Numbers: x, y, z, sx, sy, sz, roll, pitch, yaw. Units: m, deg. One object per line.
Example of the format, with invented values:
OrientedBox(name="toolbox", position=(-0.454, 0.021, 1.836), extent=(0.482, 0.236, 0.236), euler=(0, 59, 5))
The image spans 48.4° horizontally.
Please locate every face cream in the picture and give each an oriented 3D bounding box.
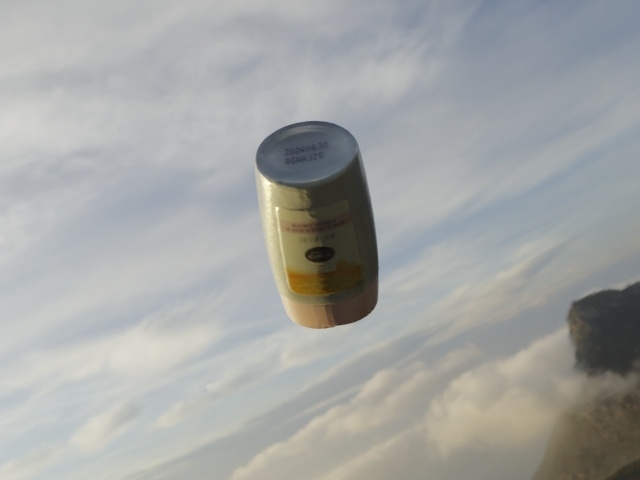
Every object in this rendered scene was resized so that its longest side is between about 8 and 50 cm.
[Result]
OrientedBox(name="face cream", position=(0.000, 0.000, 0.529), extent=(0.084, 0.057, 0.198), euler=(-10, -36, 1))
